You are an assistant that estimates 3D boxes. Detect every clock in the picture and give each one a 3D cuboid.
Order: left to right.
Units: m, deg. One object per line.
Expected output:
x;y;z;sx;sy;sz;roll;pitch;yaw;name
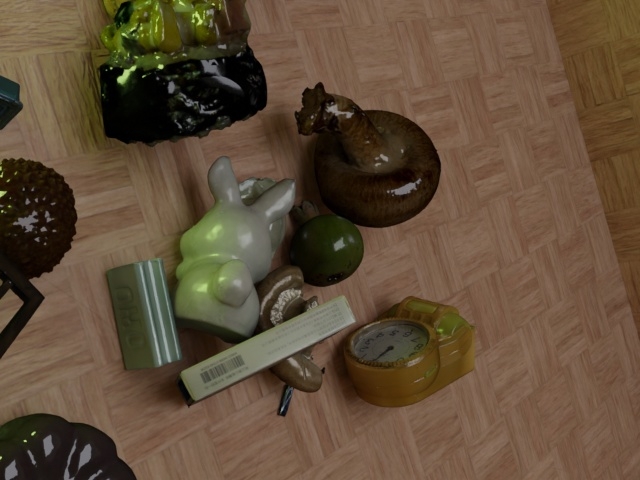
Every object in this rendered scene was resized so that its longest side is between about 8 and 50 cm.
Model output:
0.205;0.279;2.008;0.317;0.244;0.200;-29;117;-41;clock

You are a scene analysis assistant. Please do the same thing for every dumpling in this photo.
-0.151;-0.041;1.824;0.155;0.111;0.181;15;56;-8;dumpling

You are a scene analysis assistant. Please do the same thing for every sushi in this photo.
-0.279;-0.352;1.578;0.329;0.328;0.285;-16;112;-11;sushi

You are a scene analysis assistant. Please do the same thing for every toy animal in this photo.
-0.176;0.018;1.664;0.196;0.241;0.367;22;59;-17;toy animal

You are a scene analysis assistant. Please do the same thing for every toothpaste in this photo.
-0.075;0.354;1.859;0.027;0.019;0.083;44;55;-51;toothpaste

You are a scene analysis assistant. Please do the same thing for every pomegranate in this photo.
0.009;0.000;1.914;0.179;0.179;0.210;-7;85;-46;pomegranate

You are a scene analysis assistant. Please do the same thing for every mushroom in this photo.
-0.088;0.195;1.800;0.151;0.156;0.285;0;70;-34;mushroom
0.119;-0.223;1.978;0.331;0.334;0.356;-85;172;-64;mushroom

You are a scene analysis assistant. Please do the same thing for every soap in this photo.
-0.336;0.140;1.573;0.066;0.119;0.198;-10;88;-46;soap

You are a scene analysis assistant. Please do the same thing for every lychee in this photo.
-0.511;-0.031;1.391;0.200;0.200;0.238;53;44;-23;lychee

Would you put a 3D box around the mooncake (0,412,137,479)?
-0.447;0.437;1.374;0.306;0.154;0.306;11;74;-41;mooncake

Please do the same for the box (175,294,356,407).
-0.112;0.219;1.623;0.343;0.200;0.065;-24;83;-18;box

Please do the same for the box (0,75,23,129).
-0.570;-0.245;1.448;0.074;0.099;0.054;25;49;-38;box

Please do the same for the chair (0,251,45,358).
-0.632;0.189;1.202;0.203;0.241;0.416;53;30;-23;chair

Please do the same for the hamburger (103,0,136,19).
-0.356;-0.529;1.726;0.214;0.108;0.213;6;82;-44;hamburger
